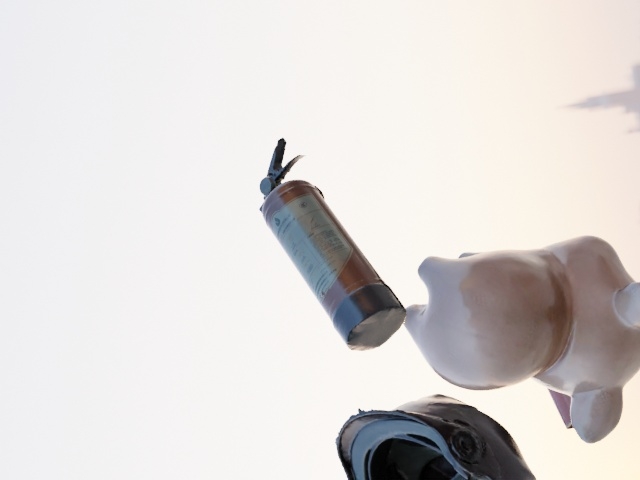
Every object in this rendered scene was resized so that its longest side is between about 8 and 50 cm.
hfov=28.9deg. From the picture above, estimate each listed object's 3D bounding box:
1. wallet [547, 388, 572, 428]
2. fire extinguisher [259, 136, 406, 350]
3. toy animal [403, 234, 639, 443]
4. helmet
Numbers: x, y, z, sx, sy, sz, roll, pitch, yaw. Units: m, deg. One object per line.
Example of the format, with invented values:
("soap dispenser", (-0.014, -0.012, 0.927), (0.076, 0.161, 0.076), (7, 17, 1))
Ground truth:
("wallet", (0.389, 0.181, 1.982), (0.142, 0.045, 0.204), (-58, 44, 47))
("fire extinguisher", (0.000, 0.000, 0.905), (0.050, 0.062, 0.177), (4, -140, -43))
("toy animal", (0.268, 0.097, 1.533), (0.326, 0.269, 0.237), (-17, -48, -51))
("helmet", (0.179, 0.318, 1.727), (0.177, 0.225, 0.305), (-36, -87, -44))
